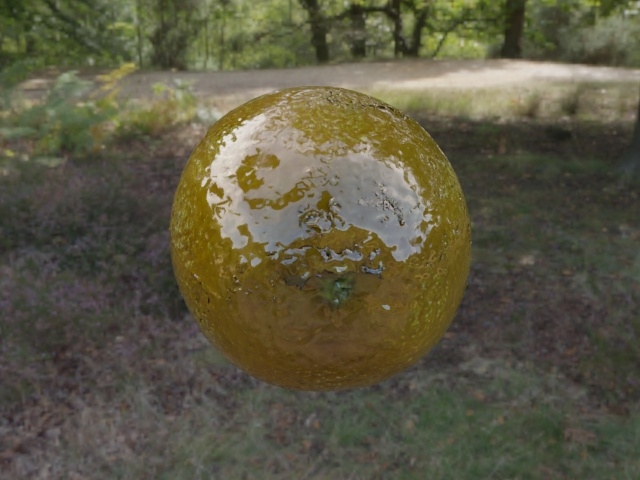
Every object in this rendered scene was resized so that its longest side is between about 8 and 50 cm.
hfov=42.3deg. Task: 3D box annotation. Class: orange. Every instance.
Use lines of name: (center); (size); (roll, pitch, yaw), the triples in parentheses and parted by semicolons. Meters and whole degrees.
orange: (0.000, 0.000, 0.717); (0.274, 0.274, 0.274); (-1, 14, 0)
